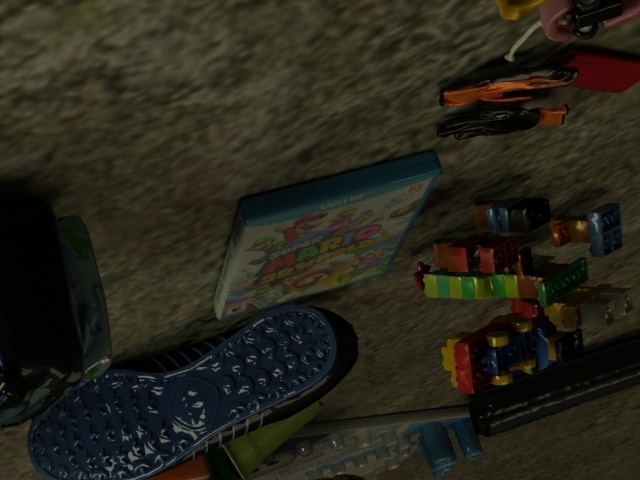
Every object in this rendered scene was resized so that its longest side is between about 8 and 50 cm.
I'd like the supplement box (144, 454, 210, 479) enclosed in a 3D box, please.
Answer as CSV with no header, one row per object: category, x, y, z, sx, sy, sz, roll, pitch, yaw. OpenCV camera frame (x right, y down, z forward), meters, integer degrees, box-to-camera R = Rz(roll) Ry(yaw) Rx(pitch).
supplement box,-0.154,0.189,1.301,0.078,0.080,0.233,-11,158,-23

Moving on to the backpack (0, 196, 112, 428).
backpack,-0.158,0.042,0.832,0.084,0.105,0.114,-3,161,-39

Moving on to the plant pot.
plant pot,-0.043,0.121,1.238,0.079,0.083,0.083,-31,163,-7

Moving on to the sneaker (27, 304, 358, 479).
sneaker,-0.081,0.109,1.140,0.232,0.081,0.090,-21,167,13

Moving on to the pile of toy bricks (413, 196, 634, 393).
pile of toy bricks,0.115,0.025,1.110,0.105,0.118,0.212,1,-166,35

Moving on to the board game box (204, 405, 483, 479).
board game box,-0.090,0.271,1.642,0.390,0.050,0.390,-1,154,-45

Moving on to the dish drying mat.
dish drying mat,0.151,-0.093,0.922,0.032,0.008,0.083,-33,159,37

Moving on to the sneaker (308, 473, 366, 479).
sneaker,-0.122,0.298,1.440,0.384,0.147,0.145,-27,122,-18

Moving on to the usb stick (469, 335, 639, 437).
usb stick,0.273,0.126,1.612,0.278,0.045,0.077,-18,161,-6

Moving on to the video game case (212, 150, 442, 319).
video game case,0.000,0.000,1.018,0.119,0.015,0.166,-15,161,-15

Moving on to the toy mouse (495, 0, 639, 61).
toy mouse,0.137,-0.131,0.759,0.143,0.031,0.161,-13,161,-19

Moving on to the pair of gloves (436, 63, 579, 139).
pair of gloves,0.099,-0.074,0.906,0.074,0.010,0.083,-9,163,-1
